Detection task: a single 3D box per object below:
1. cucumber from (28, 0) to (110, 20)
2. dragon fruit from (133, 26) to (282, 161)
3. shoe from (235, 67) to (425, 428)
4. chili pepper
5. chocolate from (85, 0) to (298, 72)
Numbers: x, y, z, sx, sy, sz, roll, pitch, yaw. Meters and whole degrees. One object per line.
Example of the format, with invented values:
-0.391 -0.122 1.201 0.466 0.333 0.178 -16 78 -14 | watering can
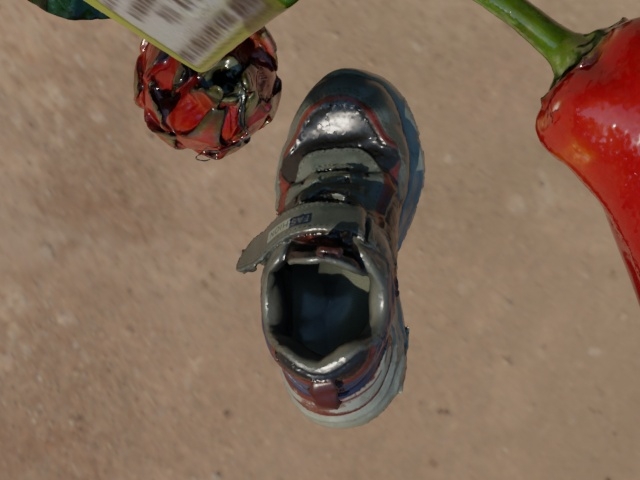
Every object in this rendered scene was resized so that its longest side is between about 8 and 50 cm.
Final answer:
-0.267 -0.348 1.792 0.191 0.191 0.130 -5 133 -23 | cucumber
-0.139 -0.201 1.968 0.192 0.274 0.193 -45 115 -6 | dragon fruit
0.001 0.000 0.961 0.125 0.099 0.228 19 70 -69 | shoe
0.153 0.040 0.680 0.137 0.092 0.368 -12 84 -8 | chili pepper
-0.016 -0.254 1.013 0.137 0.301 0.289 45 77 -8 | chocolate
